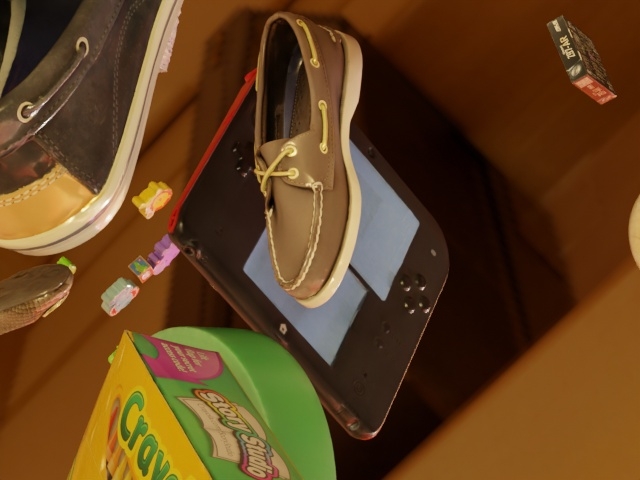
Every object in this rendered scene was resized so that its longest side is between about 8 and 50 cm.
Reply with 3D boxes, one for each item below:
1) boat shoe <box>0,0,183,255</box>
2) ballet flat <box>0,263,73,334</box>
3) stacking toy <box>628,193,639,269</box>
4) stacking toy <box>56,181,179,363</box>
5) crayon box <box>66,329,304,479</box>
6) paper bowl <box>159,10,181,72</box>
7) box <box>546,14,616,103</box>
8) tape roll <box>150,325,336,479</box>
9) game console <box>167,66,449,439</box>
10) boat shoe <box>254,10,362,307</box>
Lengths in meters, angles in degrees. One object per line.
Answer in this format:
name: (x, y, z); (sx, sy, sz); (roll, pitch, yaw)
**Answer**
boat shoe: (-0.207, -0.229, 1.485); (0.156, 0.187, 0.500); (51, -143, -47)
ballet flat: (-0.378, 0.096, 2.128); (0.058, 0.250, 0.084); (58, -162, -21)
stacking toy: (0.421, -0.060, 1.836); (0.141, 0.141, 0.330); (46, -141, 4)
stacking toy: (-0.236, 0.047, 2.457); (0.167, 0.221, 0.052); (44, 169, 22)
crayon box: (-0.124, 0.290, 1.484); (0.106, 0.313, 0.363); (14, -164, -26)
paper bowl: (-0.325, -0.255, 2.343); (0.284, 0.148, 0.284); (11, 180, 0)
box: (0.247, -0.170, 1.776); (0.083, 0.018, 0.067); (20, -135, -61)
tape roll: (-0.114, 0.246, 1.870); (0.077, 0.321, 0.321); (6, -141, -39)
game console: (0.000, 0.000, 2.280); (0.386, 0.060, 0.342); (48, -139, -24)
boat shoe: (-0.023, -0.089, 1.971); (0.097, 0.116, 0.324); (24, -121, -37)
